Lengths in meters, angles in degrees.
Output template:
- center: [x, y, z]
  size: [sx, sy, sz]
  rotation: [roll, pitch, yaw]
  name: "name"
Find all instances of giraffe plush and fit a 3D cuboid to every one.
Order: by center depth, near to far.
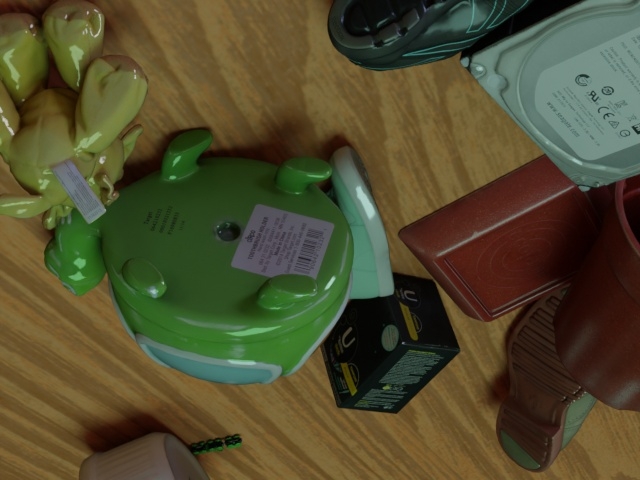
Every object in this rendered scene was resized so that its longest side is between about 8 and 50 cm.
- center: [-0.236, -0.097, 0.961]
  size: [0.181, 0.210, 0.170]
  rotation: [-18, 171, -4]
  name: "giraffe plush"

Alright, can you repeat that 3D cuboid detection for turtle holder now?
- center: [-0.128, 0.046, 1.095]
  size: [0.320, 0.243, 0.227]
  rotation: [-10, 143, -11]
  name: "turtle holder"

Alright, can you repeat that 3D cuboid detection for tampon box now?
- center: [0.090, 0.141, 1.392]
  size: [0.101, 0.120, 0.161]
  rotation: [11, 134, -32]
  name: "tampon box"

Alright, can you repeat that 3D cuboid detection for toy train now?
- center: [-0.163, 0.323, 1.610]
  size: [0.083, 0.017, 0.023]
  rotation: [-10, 153, -8]
  name: "toy train"

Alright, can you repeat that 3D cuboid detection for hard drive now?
- center: [0.339, -0.182, 0.995]
  size: [0.339, 0.064, 0.237]
  rotation: [-22, 130, 40]
  name: "hard drive"

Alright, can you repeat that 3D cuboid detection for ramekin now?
- center: [-0.226, 0.404, 1.499]
  size: [0.127, 0.273, 0.273]
  rotation: [-33, 141, 0]
  name: "ramekin"

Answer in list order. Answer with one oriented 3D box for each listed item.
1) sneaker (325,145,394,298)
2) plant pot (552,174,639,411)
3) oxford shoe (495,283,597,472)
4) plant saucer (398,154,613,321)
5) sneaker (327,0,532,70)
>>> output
- center: [0.000, 0.001, 1.208]
  size: [0.151, 0.094, 0.256]
  rotation: [-14, 141, 1]
  name: "sneaker"
- center: [0.432, 0.066, 1.265]
  size: [0.272, 0.272, 0.265]
  rotation: [-2, 143, -18]
  name: "plant pot"
- center: [0.377, 0.188, 1.587]
  size: [0.146, 0.140, 0.397]
  rotation: [-32, 148, -35]
  name: "oxford shoe"
- center: [0.270, 0.008, 1.356]
  size: [0.259, 0.047, 0.258]
  rotation: [-28, 141, 14]
  name: "plant saucer"
- center: [0.136, -0.239, 0.981]
  size: [0.267, 0.101, 0.106]
  rotation: [-20, 162, 7]
  name: "sneaker"
